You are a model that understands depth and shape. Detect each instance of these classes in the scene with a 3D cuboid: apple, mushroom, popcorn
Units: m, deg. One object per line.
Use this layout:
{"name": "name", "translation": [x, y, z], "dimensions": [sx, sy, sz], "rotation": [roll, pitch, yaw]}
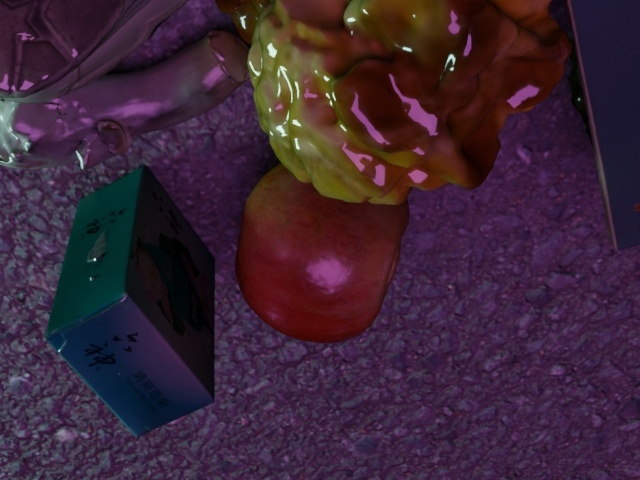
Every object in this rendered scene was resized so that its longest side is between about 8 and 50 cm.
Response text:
{"name": "apple", "translation": [0.000, 0.000, 0.928], "dimensions": [0.164, 0.209, 0.209], "rotation": [18, 122, 6]}
{"name": "mushroom", "translation": [-0.198, -0.136, 0.889], "dimensions": [0.278, 0.099, 0.096], "rotation": [-15, 138, 0]}
{"name": "popcorn", "translation": [0.048, -0.164, 0.787], "dimensions": [0.332, 0.225, 0.264], "rotation": [20, 96, 29]}

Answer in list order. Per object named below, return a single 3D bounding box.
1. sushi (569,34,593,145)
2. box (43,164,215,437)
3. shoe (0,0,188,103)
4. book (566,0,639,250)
{"name": "sushi", "translation": [0.422, -0.161, 0.868], "dimensions": [0.352, 0.178, 0.294], "rotation": [-9, 126, 3]}
{"name": "box", "translation": [-0.181, 0.053, 0.920], "dimensions": [0.092, 0.244, 0.153], "rotation": [-26, 123, 11]}
{"name": "shoe", "translation": [-0.173, -0.239, 0.780], "dimensions": [0.342, 0.210, 0.132], "rotation": [-45, 102, -14]}
{"name": "book", "translation": [0.339, -0.162, 0.730], "dimensions": [0.264, 0.031, 0.379], "rotation": [-15, 128, 11]}
